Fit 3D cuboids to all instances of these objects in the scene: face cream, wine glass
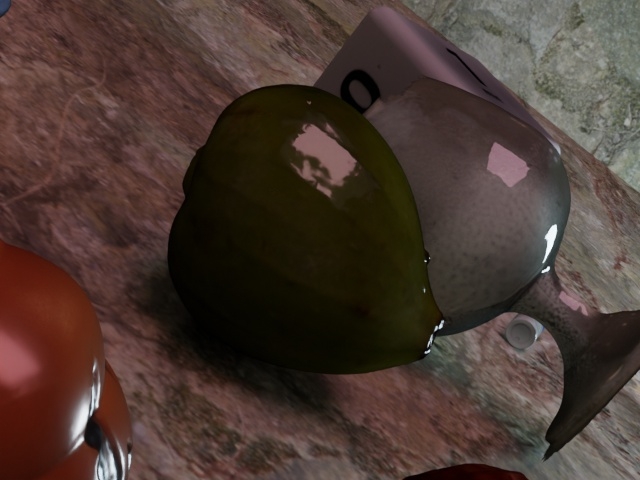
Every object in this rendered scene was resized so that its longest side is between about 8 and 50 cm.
[{"bbox_3d":[0.233,0.091,1.530,0.034,0.034,0.130,41,17,9],"label":"face cream"},{"bbox_3d":[0.153,0.014,1.256,0.323,0.238,0.238,40,18,9],"label":"wine glass"}]

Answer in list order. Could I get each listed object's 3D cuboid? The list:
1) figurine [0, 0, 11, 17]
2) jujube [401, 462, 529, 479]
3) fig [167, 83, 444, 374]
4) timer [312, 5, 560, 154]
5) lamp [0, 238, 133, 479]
[{"bbox_3d":[-0.327,-0.156,0.915,0.180,0.154,0.262,11,14,-39],"label":"figurine"},{"bbox_3d":[0.111,0.221,0.780,0.155,0.155,0.230,26,20,-34],"label":"jujube"},{"bbox_3d":[0.000,0.000,1.029,0.225,0.203,0.203,32,17,3],"label":"fig"},{"bbox_3d":[0.108,-0.107,1.515,0.194,0.192,0.195,22,24,-42],"label":"timer"},{"bbox_3d":[-0.168,0.074,0.543,0.187,0.187,0.164,33,14,-15],"label":"lamp"}]
